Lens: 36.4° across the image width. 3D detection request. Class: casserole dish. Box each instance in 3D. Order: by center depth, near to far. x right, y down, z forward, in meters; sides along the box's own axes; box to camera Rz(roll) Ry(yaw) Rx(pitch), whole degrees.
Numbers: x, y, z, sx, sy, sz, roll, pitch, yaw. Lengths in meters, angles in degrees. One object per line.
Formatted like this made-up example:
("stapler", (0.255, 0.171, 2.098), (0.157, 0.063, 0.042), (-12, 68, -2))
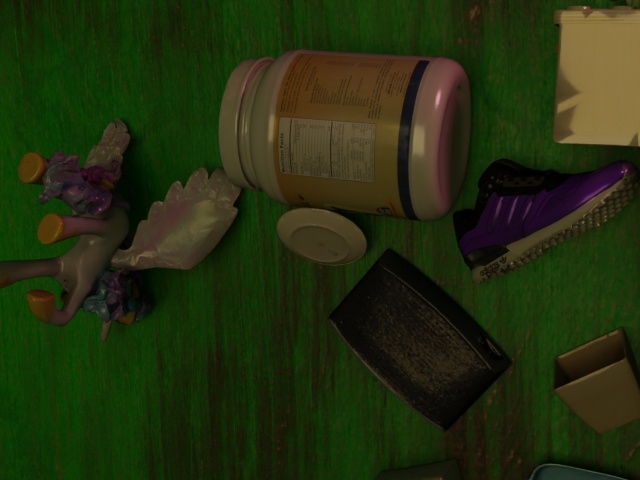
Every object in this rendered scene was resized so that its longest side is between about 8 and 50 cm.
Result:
("casserole dish", (0.387, 0.383, 1.415), (0.188, 0.037, 0.114), (9, 100, 21))

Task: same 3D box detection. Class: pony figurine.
("pony figurine", (-0.340, -0.013, 1.517), (0.303, 0.363, 0.351), (25, 89, 24))

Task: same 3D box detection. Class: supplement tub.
("supplement tub", (0.038, -0.153, 1.381), (0.316, 0.228, 0.228), (7, 99, 20))

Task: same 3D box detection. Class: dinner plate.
("dinner plate", (0.000, 0.000, 1.477), (0.141, 0.141, 0.017), (1, 54, 21))

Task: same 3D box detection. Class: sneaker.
("sneaker", (0.289, -0.058, 1.337), (0.293, 0.102, 0.146), (-35, 73, 40))

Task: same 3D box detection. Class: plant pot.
("plant pot", (0.397, 0.203, 1.357), (0.109, 0.109, 0.096), (-29, 98, 21))

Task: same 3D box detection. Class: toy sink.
("toy sink", (0.378, -0.243, 1.281), (0.131, 0.153, 0.234), (5, 99, 21))

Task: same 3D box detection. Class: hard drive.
("hard drive", (0.141, 0.155, 1.472), (0.254, 0.054, 0.172), (44, 109, 11))

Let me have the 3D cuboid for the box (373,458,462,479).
("box", (0.158, 0.435, 1.480), (0.130, 0.091, 0.170), (-16, 91, 22))
